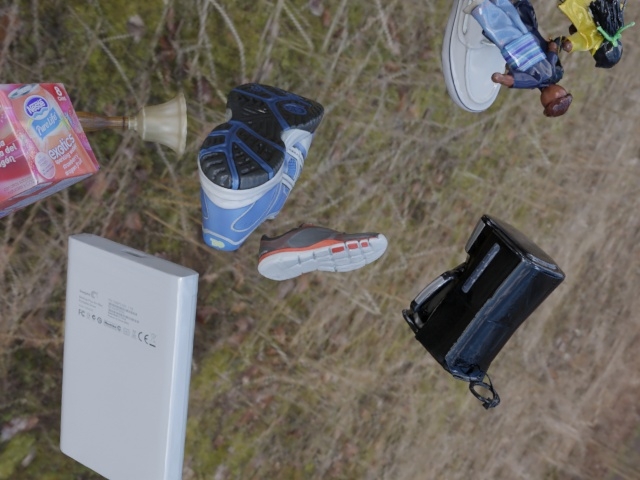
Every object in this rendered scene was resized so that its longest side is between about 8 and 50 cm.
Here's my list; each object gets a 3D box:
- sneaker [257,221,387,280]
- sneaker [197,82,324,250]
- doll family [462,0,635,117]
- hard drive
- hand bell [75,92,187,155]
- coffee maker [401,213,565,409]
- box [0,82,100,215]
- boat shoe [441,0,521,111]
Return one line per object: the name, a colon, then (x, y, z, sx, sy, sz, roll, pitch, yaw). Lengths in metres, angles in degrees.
sneaker: (0.000, 0.000, 0.988, 0.158, 0.065, 0.061, -7, 145, -6)
sneaker: (-0.054, -0.069, 0.687, 0.211, 0.080, 0.081, -58, 166, -56)
doll family: (0.194, -0.169, 0.680, 0.193, 0.111, 0.076, -33, -177, -21)
hard drive: (-0.252, 0.163, 1.060, 0.040, 0.203, 0.307, -16, 118, -54)
hand bell: (-0.392, -0.233, 1.626, 0.242, 0.126, 0.126, 0, 124, -18)
coffee maker: (0.218, 0.082, 1.036, 0.178, 0.171, 0.120, -54, 158, 20)
box: (-0.487, -0.098, 1.156, 0.142, 0.300, 0.154, 68, 22, -3)
boat shoe: (0.237, -0.305, 1.142, 0.096, 0.088, 0.267, 2, 110, -18)
